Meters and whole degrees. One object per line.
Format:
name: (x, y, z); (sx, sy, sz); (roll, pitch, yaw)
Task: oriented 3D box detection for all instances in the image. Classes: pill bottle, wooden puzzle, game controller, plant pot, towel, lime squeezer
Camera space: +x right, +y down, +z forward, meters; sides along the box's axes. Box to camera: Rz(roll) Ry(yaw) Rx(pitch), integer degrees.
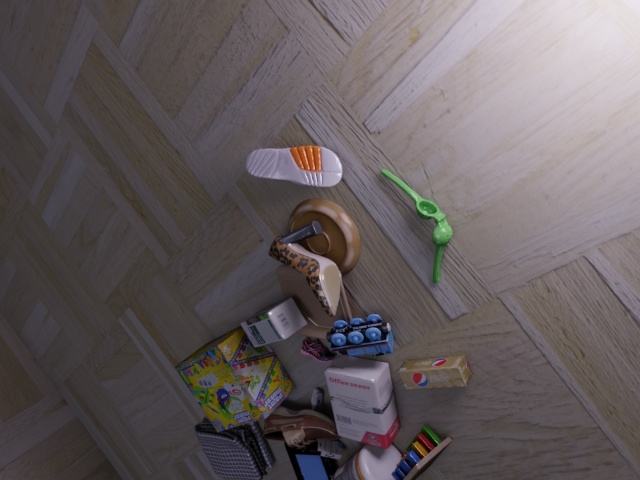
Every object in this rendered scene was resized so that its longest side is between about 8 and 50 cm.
pill bottle: (0.133, 0.752, 1.544); (0.162, 0.162, 0.278); (42, 128, 11)
wooden puzzle: (-0.008, 0.181, 1.442); (0.221, 0.044, 0.238); (3, 119, 33)
game controller: (-0.015, 0.813, 1.735); (0.167, 0.067, 0.318); (-8, 107, 36)
plant pot: (0.000, 0.000, 1.370); (0.237, 0.032, 0.236); (15, 119, 29)
towel: (-0.339, 0.802, 1.916); (0.284, 0.121, 0.234); (-12, 105, 37)
lime squeezer: (0.251, -0.046, 1.176); (0.310, 0.059, 0.110); (62, 159, -7)

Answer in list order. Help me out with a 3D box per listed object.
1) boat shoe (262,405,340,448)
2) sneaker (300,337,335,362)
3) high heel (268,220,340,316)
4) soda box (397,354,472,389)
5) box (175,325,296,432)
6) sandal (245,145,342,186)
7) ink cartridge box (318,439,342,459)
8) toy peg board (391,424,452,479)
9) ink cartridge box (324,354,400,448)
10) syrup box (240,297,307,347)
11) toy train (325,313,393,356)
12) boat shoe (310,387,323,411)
boat shoe: (-0.064, 0.629, 1.630); (0.325, 0.116, 0.123); (-12, 130, 42)
sneaker: (-0.008, 0.335, 1.528); (0.120, 0.047, 0.057); (14, 107, 27)
high heel: (-0.048, 0.096, 1.342); (0.186, 0.093, 0.261); (-25, 72, 34)
soda box: (0.301, 0.350, 1.311); (0.181, 0.058, 0.061); (-17, 101, 39)
box: (-0.294, 0.467, 1.692); (0.290, 0.177, 0.279); (-30, 92, 39)
sandal: (-0.063, -0.196, 1.292); (0.266, 0.076, 0.101); (9, 93, 19)
ink cartridge box: (0.028, 0.686, 1.635); (0.083, 0.048, 0.028); (16, 125, -8)
toy peg board: (0.266, 0.613, 1.402); (0.079, 0.161, 0.161); (44, 130, 29)
ink cartridge box: (0.124, 0.470, 1.459); (0.172, 0.100, 0.237); (2, 113, 34)
syrup box: (-0.147, 0.253, 1.507); (0.093, 0.096, 0.237); (59, 146, 0)
toy train: (0.109, 0.268, 1.356); (0.184, 0.080, 0.105); (-14, 120, 18)
boat shoe: (-0.016, 0.524, 1.627); (0.035, 0.035, 0.100); (46, 141, 46)
